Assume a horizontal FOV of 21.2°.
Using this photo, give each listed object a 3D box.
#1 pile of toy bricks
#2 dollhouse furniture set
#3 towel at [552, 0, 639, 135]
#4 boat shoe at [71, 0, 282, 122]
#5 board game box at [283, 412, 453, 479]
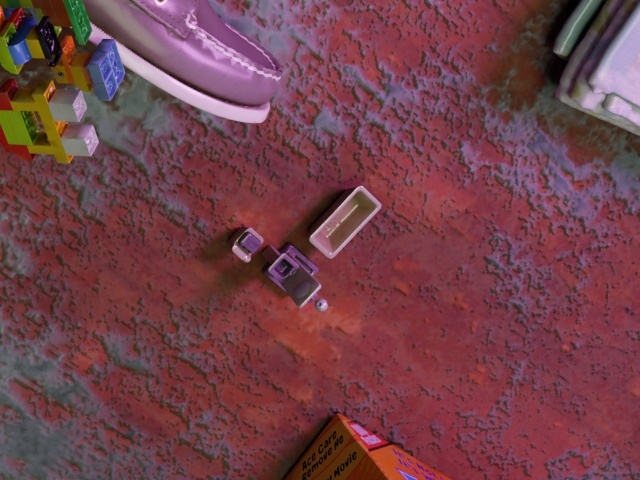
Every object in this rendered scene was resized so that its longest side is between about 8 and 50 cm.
[{"bbox_3d":[-0.210,-0.161,1.136,0.105,0.118,0.212,4,135,17],"label":"pile of toy bricks"},{"bbox_3d":[0.000,0.000,1.425,0.114,0.081,0.091,-46,124,2],"label":"dollhouse furniture set"},{"bbox_3d":[0.409,-0.225,1.490,0.320,0.090,0.374,24,107,-33],"label":"towel"},{"bbox_3d":[-0.149,-0.193,1.243,0.324,0.116,0.096,29,103,-27],"label":"boat shoe"},{"bbox_3d":[0.097,0.446,1.528,0.356,0.356,0.356,33,97,-34],"label":"board game box"}]
